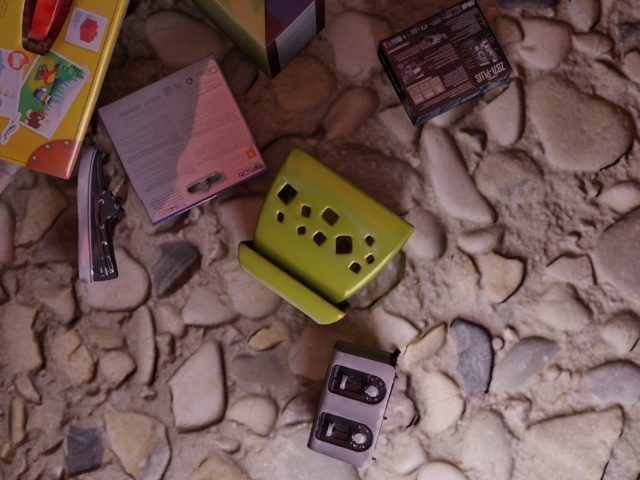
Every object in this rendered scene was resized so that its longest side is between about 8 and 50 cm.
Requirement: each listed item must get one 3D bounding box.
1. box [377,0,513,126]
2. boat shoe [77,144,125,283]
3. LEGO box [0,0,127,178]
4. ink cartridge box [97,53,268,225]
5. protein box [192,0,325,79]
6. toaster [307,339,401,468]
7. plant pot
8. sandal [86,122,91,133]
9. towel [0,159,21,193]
[{"bbox_3d":[0.207,-0.300,1.637,0.180,0.077,0.147,-27,85,-2],"label":"box"},{"bbox_3d":[-0.363,-0.043,1.620,0.076,0.080,0.229,0,86,-6],"label":"boat shoe"},{"bbox_3d":[-0.360,-0.402,1.398,0.193,0.372,0.500,18,114,-15],"label":"LEGO box"},{"bbox_3d":[-0.230,-0.168,1.644,0.223,0.045,0.224,-25,86,-1],"label":"ink cartridge box"},{"bbox_3d":[-0.107,-0.399,1.585,0.200,0.201,0.136,45,87,4],"label":"protein box"},{"bbox_3d":[0.056,0.251,1.550,0.110,0.185,0.168,16,93,4],"label":"toaster"},{"bbox_3d":[0.000,0.000,1.545,0.227,0.228,0.207,34,93,3],"label":"plant pot"},{"bbox_3d":[-0.465,-0.232,1.635,0.180,0.072,0.049,34,129,7],"label":"sandal"},{"bbox_3d":[-0.618,-0.182,1.612,0.282,0.049,0.187,33,61,2],"label":"towel"}]
